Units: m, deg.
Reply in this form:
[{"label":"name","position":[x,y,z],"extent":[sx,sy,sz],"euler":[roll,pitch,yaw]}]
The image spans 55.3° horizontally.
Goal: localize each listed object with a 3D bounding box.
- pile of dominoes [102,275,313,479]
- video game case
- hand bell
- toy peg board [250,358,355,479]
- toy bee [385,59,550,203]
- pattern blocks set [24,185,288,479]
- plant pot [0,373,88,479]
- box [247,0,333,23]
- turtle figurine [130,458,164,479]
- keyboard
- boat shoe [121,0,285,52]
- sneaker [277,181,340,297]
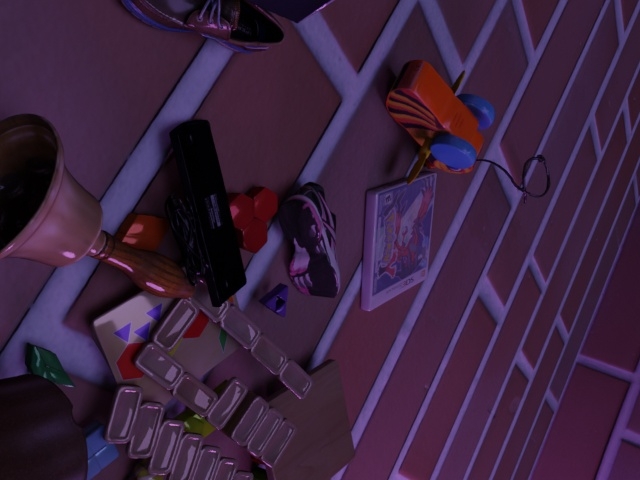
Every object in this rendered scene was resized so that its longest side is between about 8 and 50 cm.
[{"label":"pile of dominoes","position":[-0.126,0.186,0.706],"extent":[0.251,0.040,0.196],"euler":[50,63,-33]},{"label":"video game case","position":[0.133,-0.003,1.021],"extent":[0.183,0.023,0.201],"euler":[-22,120,-46]},{"label":"hand bell","position":[-0.191,0.007,0.543],"extent":[0.126,0.126,0.242],"euler":[-64,148,-12]},{"label":"toy peg board","position":[-0.041,0.273,0.882],"extent":[0.161,0.079,0.161],"euler":[-22,105,-46]},{"label":"toy bee","position":[0.196,-0.151,0.965],"extent":[0.195,0.162,0.298],"euler":[-43,110,-22]},{"label":"pattern blocks set","position":[-0.157,0.098,0.679],"extent":[0.324,0.026,0.286],"euler":[-25,118,-43]},{"label":"plant pot","position":[-0.281,0.182,0.460],"extent":[0.165,0.167,0.167],"euler":[-8,110,-58]},{"label":"box","position":[-0.061,-0.307,0.532],"extent":[0.207,0.108,0.153],"euler":[2,71,-52]},{"label":"turtle figurine","position":[-0.211,0.378,0.678],"extent":[0.217,0.087,0.270],"euler":[-10,111,-50]},{"label":"keyboard","position":[-0.130,-0.026,0.640],"extent":[0.100,0.038,0.192],"euler":[-40,120,-66]},{"label":"boat shoe","position":[-0.105,-0.228,0.589],"extent":[0.183,0.066,0.066],"euler":[-2,105,-52]},{"label":"sneaker","position":[0.000,0.000,0.818],"extent":[0.077,0.072,0.178],"euler":[-60,153,-43]}]
